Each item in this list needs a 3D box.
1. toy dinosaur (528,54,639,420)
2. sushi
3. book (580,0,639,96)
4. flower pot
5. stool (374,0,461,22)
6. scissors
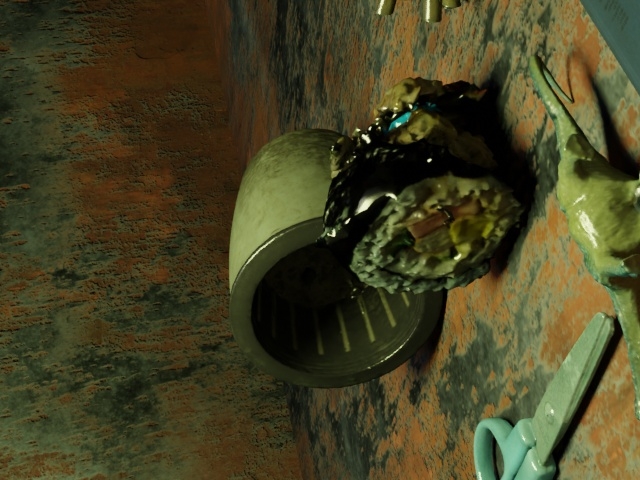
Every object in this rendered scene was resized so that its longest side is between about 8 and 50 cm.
[{"bbox_3d":[0.245,-0.023,0.956,0.147,0.076,0.363,99,158,-70],"label":"toy dinosaur"},{"bbox_3d":[0.105,-0.070,1.262,0.238,0.225,0.219,-33,49,40],"label":"sushi"},{"bbox_3d":[0.244,-0.256,0.877,0.191,0.025,0.269,102,150,-56],"label":"book"},{"bbox_3d":[0.000,0.000,1.614,0.330,0.293,0.294,-104,13,-53],"label":"flower pot"},{"bbox_3d":[0.112,-0.338,1.292,0.217,0.125,0.121,-99,7,-57],"label":"stool"},{"bbox_3d":[0.242,0.205,1.192,0.447,0.029,0.193,99,160,-52],"label":"scissors"}]
